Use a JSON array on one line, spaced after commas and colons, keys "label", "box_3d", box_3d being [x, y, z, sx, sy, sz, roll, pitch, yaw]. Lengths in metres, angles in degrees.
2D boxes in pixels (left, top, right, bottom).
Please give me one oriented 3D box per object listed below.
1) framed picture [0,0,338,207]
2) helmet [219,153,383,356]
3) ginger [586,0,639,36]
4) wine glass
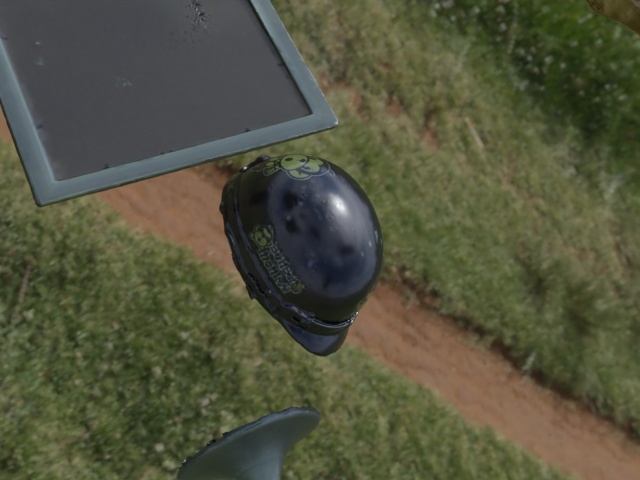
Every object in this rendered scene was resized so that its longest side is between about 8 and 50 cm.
[{"label": "framed picture", "box_3d": [-0.137, -0.153, 0.798, 0.217, 0.016, 0.273, -16, 59, -18]}, {"label": "helmet", "box_3d": [0.000, 0.000, 1.469, 0.278, 0.160, 0.230, 58, 25, 0]}, {"label": "ginger", "box_3d": [0.287, -0.154, 0.750, 0.205, 0.115, 0.081, 32, 33, -6]}, {"label": "wine glass", "box_3d": [0.005, 0.178, 0.491, 0.079, 0.079, 0.195, 1, 56, -51]}]
